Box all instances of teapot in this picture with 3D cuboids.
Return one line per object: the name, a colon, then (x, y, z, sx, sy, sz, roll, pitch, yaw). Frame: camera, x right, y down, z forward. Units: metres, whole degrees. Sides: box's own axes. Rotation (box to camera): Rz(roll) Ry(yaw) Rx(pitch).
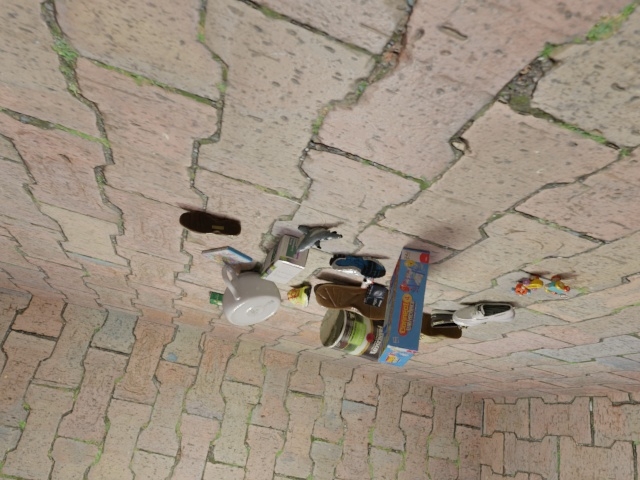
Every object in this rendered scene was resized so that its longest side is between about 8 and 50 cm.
teapot: (-0.293, 0.210, 1.872, 0.253, 0.187, 0.256, -5, 143, -29)

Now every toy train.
toy train: (0.684, 0.141, 1.440, 0.167, 0.046, 0.125, 3, 157, 25)

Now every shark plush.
shark plush: (0.000, 0.000, 1.380, 0.161, 0.067, 0.073, -1, 154, 25)

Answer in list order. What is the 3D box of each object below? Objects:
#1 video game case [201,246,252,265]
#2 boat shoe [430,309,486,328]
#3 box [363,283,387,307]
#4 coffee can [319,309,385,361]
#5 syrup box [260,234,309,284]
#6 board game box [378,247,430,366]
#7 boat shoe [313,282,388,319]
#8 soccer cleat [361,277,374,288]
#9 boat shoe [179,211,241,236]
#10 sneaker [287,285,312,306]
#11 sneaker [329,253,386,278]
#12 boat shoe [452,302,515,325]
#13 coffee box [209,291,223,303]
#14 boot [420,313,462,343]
video game case: (-0.355, 0.061, 1.749, 0.166, 0.015, 0.119, -9, 150, 39)
boat shoe: (0.569, 0.332, 1.900, 0.228, 0.068, 0.081, -1, 155, 25)
box: (0.209, 0.209, 1.762, 0.067, 0.083, 0.018, 18, -171, -16)
coffee can: (0.164, 0.429, 2.138, 0.276, 0.201, 0.202, 22, 155, -25)
syrup box: (-0.121, 0.069, 1.562, 0.097, 0.093, 0.237, 17, 156, -14)
board game box: (0.263, 0.222, 1.476, 0.086, 0.308, 0.302, 10, 157, 6)
boat shoe: (0.135, 0.226, 1.825, 0.342, 0.123, 0.123, 9, -172, -15)
soccer cleat: (0.168, 0.155, 1.724, 0.036, 0.029, 0.083, 27, 150, -14)
boat shoe: (-0.345, -0.041, 1.449, 0.190, 0.068, 0.072, 15, 168, -10)
sneaker: (-0.095, 0.237, 1.960, 0.094, 0.081, 0.208, 16, 157, -7)
sneaker: (0.129, 0.091, 1.551, 0.191, 0.071, 0.083, 12, 165, 19)
boat shoe: (0.608, 0.265, 1.739, 0.227, 0.083, 0.075, -12, 138, 20)
coffee box: (-0.469, 0.311, 2.348, 0.184, 0.040, 0.113, 14, 157, -7)
boot: (0.471, 0.402, 2.084, 0.262, 0.095, 0.203, 12, 159, -15)
